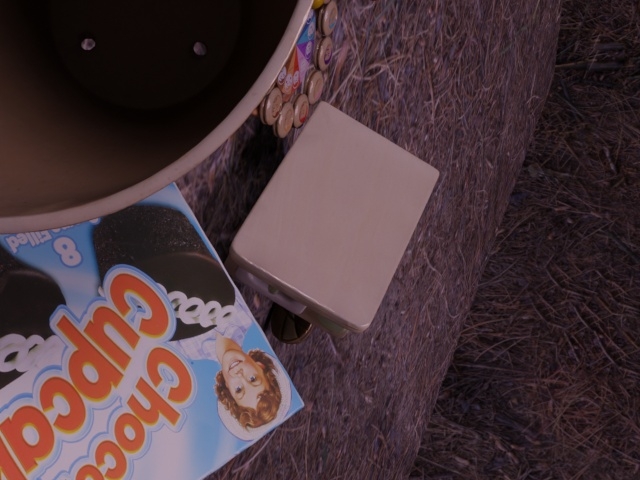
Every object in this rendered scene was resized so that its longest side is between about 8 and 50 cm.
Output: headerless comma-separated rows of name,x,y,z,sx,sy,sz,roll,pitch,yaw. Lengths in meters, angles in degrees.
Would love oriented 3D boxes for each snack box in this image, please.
snack box,-0.164,0.076,0.470,0.060,0.187,0.322,-33,176,40

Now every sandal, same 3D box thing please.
sandal,-0.005,0.057,1.208,0.180,0.072,0.049,-62,154,-24

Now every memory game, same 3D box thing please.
memory game,-0.020,-0.191,0.940,0.186,0.012,0.186,15,90,-73

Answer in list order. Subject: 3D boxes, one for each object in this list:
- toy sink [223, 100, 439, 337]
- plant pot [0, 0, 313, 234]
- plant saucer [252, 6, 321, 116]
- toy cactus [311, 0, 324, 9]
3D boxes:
toy sink,0.000,0.000,0.995,0.234,0.152,0.131,-63,-176,-39
plant pot,-0.116,-0.138,0.491,0.274,0.256,0.257,-50,154,-86
plant saucer,-0.051,-0.218,0.909,0.200,0.037,0.200,16,90,-72
toy cactus,0.017,-0.295,0.801,0.180,0.112,0.219,-90,-162,-51
